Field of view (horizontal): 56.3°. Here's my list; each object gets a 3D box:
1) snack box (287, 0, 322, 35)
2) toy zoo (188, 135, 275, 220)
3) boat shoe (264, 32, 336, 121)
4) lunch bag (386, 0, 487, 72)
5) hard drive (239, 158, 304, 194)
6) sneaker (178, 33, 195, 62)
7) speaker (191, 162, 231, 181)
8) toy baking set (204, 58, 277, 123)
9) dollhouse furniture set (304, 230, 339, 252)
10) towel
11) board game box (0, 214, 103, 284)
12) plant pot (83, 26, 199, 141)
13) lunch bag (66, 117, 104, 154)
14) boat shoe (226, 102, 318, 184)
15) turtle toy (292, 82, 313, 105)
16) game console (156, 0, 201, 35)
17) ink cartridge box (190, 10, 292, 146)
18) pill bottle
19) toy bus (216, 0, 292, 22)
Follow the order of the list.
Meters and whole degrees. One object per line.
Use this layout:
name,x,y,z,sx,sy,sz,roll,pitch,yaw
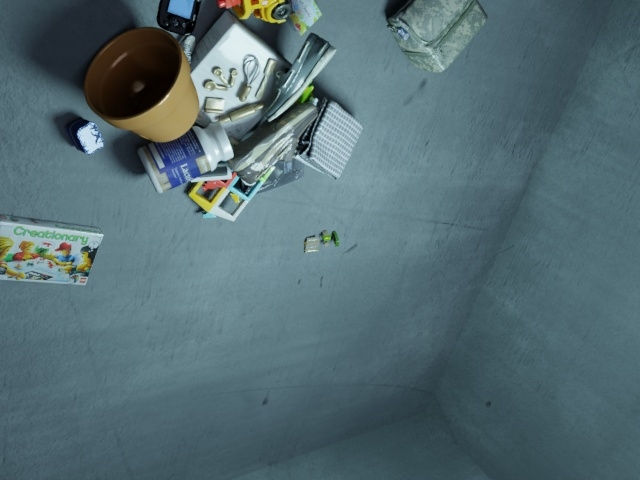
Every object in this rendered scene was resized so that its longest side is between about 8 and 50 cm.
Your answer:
snack box,-0.069,-0.740,1.899,0.100,0.037,0.141,-47,138,-3
toy zoo,-0.317,-0.191,2.052,0.192,0.030,0.293,32,105,-32
boat shoe,-0.085,-0.508,1.875,0.319,0.099,0.116,-43,-172,29
lunch bag,0.405,-0.792,2.145,0.305,0.212,0.256,-49,122,0
hard drive,-0.179,-0.266,2.150,0.254,0.054,0.172,-22,132,-25
sneaker,-0.398,-0.540,1.758,0.052,0.058,0.135,17,107,-46
speaker,-0.362,-0.223,1.964,0.136,0.055,0.055,-6,126,-13
toy baking set,-0.243,-0.462,1.853,0.256,0.030,0.197,-20,142,-11
dollhouse furniture set,0.000,0.000,2.525,0.151,0.059,0.076,-8,135,-13
towel,0.027,-0.363,2.146,0.283,0.121,0.235,21,96,-60
board game box,-0.842,0.034,1.821,0.305,0.053,0.193,9,114,-43
plant pot,-0.468,-0.409,1.658,0.291,0.291,0.203,-45,155,-3
lunch bag,-0.671,-0.296,1.709,0.067,0.065,0.098,-41,139,-31
boat shoe,-0.147,-0.323,1.986,0.355,0.132,0.130,-39,127,-10
turtle toy,-0.068,-0.512,2.049,0.130,0.066,0.095,-52,162,1
game console,-0.325,-0.718,1.560,0.213,0.044,0.361,10,107,-28
ink cartridge box,-0.300,-0.480,1.895,0.385,0.091,0.308,-41,141,18
pill bottle,-0.415,-0.264,1.857,0.264,0.153,0.153,-26,134,-11
toy bus,-0.201,-0.706,1.705,0.211,0.149,0.220,-29,162,-13
